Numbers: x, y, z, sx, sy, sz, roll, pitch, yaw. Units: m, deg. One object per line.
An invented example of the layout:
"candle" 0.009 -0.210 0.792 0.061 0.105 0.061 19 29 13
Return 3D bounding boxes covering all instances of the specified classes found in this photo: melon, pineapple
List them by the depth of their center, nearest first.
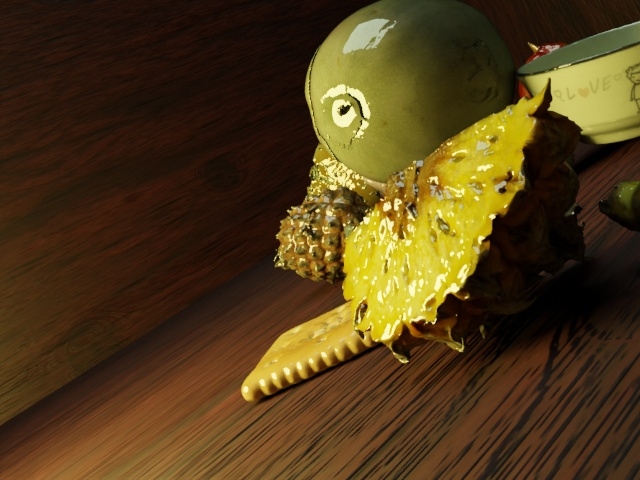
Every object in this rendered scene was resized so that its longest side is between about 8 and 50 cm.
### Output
"pineapple" 0.124 0.028 0.496 0.249 0.164 0.140 -32 41 47
"melon" 0.130 -0.214 0.949 0.330 0.269 0.268 -20 -3 -40
"pineapple" 0.000 0.000 1.128 0.193 0.166 0.166 -32 3 19

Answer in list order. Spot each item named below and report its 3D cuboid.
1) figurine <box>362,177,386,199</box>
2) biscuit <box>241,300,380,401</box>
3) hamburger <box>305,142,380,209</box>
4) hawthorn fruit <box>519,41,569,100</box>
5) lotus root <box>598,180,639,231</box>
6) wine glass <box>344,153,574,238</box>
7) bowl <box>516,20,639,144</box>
"figurine" 0.210 -0.131 1.169 0.287 0.186 0.176 -14 35 -40
"biscuit" 0.037 0.086 0.701 0.249 0.030 0.160 -29 5 19
"hamburger" 0.064 -0.075 1.337 0.192 0.288 0.167 20 22 21
"hawthorn fruit" 0.511 -0.331 1.414 0.173 0.179 0.173 0 15 0
"lotus root" 0.258 -0.045 0.390 0.108 0.095 0.190 15 -39 -34
"wine glass" 0.206 -0.048 0.795 0.309 0.096 0.264 -30 10 -9
"bowl" 0.395 -0.209 0.885 0.237 0.127 0.238 -20 16 6
